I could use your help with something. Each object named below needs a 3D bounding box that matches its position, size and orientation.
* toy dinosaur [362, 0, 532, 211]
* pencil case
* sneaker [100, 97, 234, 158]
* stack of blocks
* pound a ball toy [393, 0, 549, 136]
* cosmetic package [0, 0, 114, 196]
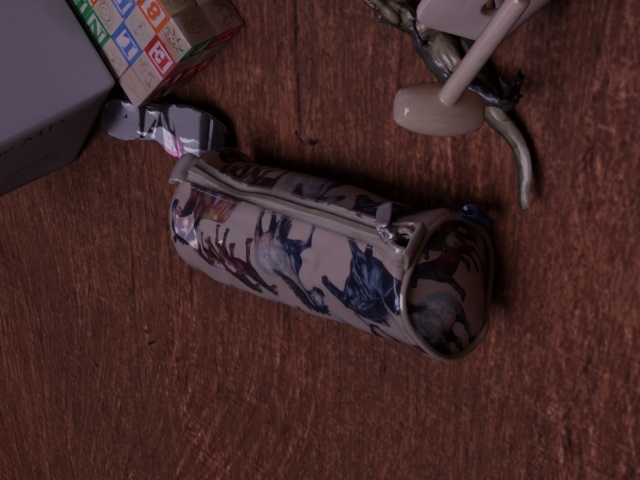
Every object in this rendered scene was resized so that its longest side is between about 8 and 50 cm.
[{"bbox_3d":[0.147,-0.158,1.088,0.268,0.064,0.118,54,158,3],"label":"toy dinosaur"},{"bbox_3d":[0.000,0.000,1.283,0.410,0.160,0.183,17,145,41],"label":"pencil case"},{"bbox_3d":[-0.189,-0.154,1.473,0.178,0.077,0.072,20,110,15],"label":"sneaker"},{"bbox_3d":[-0.239,-0.332,1.374,0.297,0.087,0.171,57,144,-1],"label":"stack of blocks"},{"bbox_3d":[0.182,-0.234,0.900,0.319,0.136,0.208,-41,48,53],"label":"pound a ball toy"},{"bbox_3d":[-0.524,-0.217,1.521,0.327,0.329,0.394,59,158,-1],"label":"cosmetic package"}]
